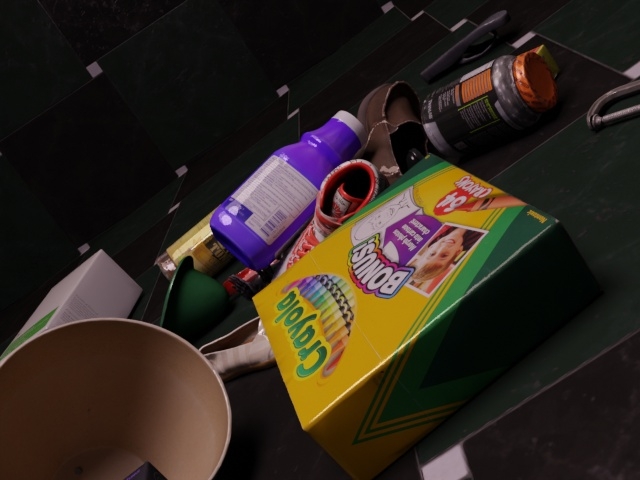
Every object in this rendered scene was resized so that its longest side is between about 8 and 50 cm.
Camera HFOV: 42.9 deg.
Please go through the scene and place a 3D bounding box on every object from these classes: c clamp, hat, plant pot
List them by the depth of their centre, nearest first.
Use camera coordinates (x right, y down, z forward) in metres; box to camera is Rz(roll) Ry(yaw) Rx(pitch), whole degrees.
[{"bbox_3d":[-0.261,0.264,0.989,0.284,0.284,0.191,-59,-10,-47],"label":"plant pot"},{"bbox_3d":[0.407,-0.178,1.051,0.137,0.022,0.160,-49,21,-28],"label":"c clamp"},{"bbox_3d":[-0.176,0.124,1.480,0.173,0.183,0.209,-68,-9,-68],"label":"hat"}]

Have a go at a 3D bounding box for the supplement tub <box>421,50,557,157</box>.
[{"bbox_3d":[0.262,-0.211,1.264,0.190,0.117,0.117,-21,25,43],"label":"supplement tub"}]

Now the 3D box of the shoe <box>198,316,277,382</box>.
[{"bbox_3d":[-0.094,0.149,1.194,0.219,0.058,0.077,-29,21,31],"label":"shoe"}]

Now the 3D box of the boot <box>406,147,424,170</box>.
[{"bbox_3d":[0.127,-0.057,1.164,0.099,0.121,0.045,-34,16,-3],"label":"boot"}]

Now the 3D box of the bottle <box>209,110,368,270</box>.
[{"bbox_3d":[-0.041,-0.085,1.265,0.283,0.118,0.092,-47,-14,-15],"label":"bottle"}]

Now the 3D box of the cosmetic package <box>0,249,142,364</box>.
[{"bbox_3d":[-0.566,0.200,1.859,0.197,0.155,0.366,-36,19,18],"label":"cosmetic package"}]

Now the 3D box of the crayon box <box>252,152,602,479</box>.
[{"bbox_3d":[0.092,0.062,0.946,0.313,0.106,0.363,-38,20,0],"label":"crayon box"}]

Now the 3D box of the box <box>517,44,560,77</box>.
[{"bbox_3d":[0.292,-0.255,1.406,0.232,0.058,0.087,-14,30,53],"label":"box"}]

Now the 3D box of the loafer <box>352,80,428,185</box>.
[{"bbox_3d":[0.139,-0.159,1.397,0.130,0.134,0.366,-23,34,31],"label":"loafer"}]

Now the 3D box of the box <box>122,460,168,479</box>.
[{"bbox_3d":[-0.150,0.342,0.667,0.143,0.165,0.270,-38,17,4],"label":"box"}]

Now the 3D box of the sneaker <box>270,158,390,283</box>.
[{"bbox_3d":[0.000,-0.001,1.182,0.270,0.090,0.145,-50,-16,-2],"label":"sneaker"}]

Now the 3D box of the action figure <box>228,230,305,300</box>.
[{"bbox_3d":[-0.041,-0.023,1.380,0.164,0.141,0.276,-24,26,47],"label":"action figure"}]

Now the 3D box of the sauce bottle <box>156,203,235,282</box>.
[{"bbox_3d":[-0.187,-0.029,1.724,0.344,0.111,0.111,-41,18,0],"label":"sauce bottle"}]

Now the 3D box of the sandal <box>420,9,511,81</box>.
[{"bbox_3d":[0.322,-0.413,1.759,0.097,0.054,0.254,-44,7,-38],"label":"sandal"}]
